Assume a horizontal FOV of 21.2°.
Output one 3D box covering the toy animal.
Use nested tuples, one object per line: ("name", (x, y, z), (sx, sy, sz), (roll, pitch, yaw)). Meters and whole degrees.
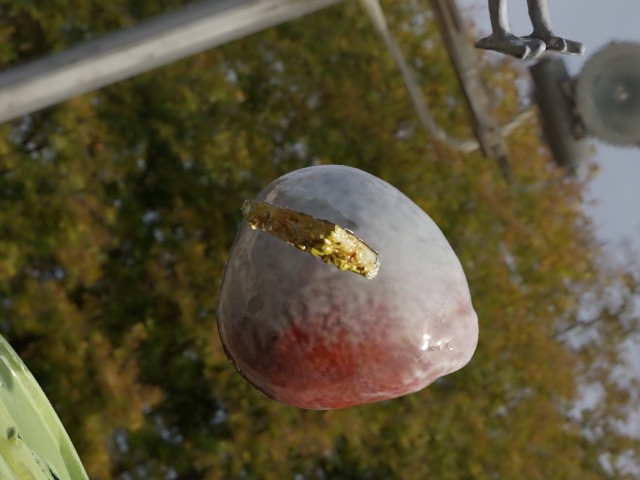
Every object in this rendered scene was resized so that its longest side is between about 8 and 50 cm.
("toy animal", (0.173, -0.255, 1.494), (0.367, 0.081, 0.206), (-10, -89, 37))

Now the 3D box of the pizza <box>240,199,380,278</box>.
("pizza", (0.000, 0.000, 1.975), (0.178, 0.041, 0.131), (27, -9, -24))

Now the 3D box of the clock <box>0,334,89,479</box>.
("clock", (-0.299, 0.201, 1.551), (0.286, 0.117, 0.348), (61, -2, -42))

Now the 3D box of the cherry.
("cherry", (0.030, 0.057, 2.231), (0.291, 0.334, 0.326), (42, 43, -57))
